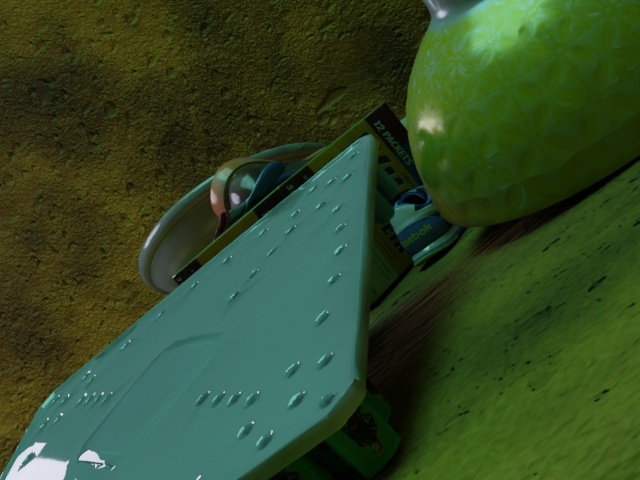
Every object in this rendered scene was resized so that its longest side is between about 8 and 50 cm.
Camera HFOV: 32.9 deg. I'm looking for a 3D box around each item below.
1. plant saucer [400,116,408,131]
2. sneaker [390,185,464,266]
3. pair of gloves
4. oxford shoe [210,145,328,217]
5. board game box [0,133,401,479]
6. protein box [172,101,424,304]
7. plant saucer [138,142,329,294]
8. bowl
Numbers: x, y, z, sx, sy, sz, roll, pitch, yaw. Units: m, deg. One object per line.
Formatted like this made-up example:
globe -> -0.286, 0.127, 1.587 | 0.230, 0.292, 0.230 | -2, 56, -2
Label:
plant saucer -> 0.168, -0.161, 1.549 | 0.188, 0.045, 0.188 | -19, -4, -20
sneaker -> 0.105, -0.030, 0.995 | 0.053, 0.059, 0.144 | -40, 2, 29
pair of gloves -> -0.088, 0.003, 1.239 | 0.159, 0.023, 0.198 | -33, -34, -55
oxford shoe -> 0.016, -0.068, 1.620 | 0.364, 0.129, 0.133 | -12, 18, -42
board game box -> -0.102, 0.123, 0.740 | 0.390, 0.050, 0.390 | -38, 16, 19
protein box -> 0.000, 0.000, 1.087 | 0.201, 0.136, 0.200 | -37, 4, 45
plant saucer -> -0.107, -0.001, 1.830 | 0.401, 0.100, 0.400 | -27, -22, -12
bowl -> 0.167, -0.161, 0.824 | 0.289, 0.156, 0.289 | -36, 14, 11
